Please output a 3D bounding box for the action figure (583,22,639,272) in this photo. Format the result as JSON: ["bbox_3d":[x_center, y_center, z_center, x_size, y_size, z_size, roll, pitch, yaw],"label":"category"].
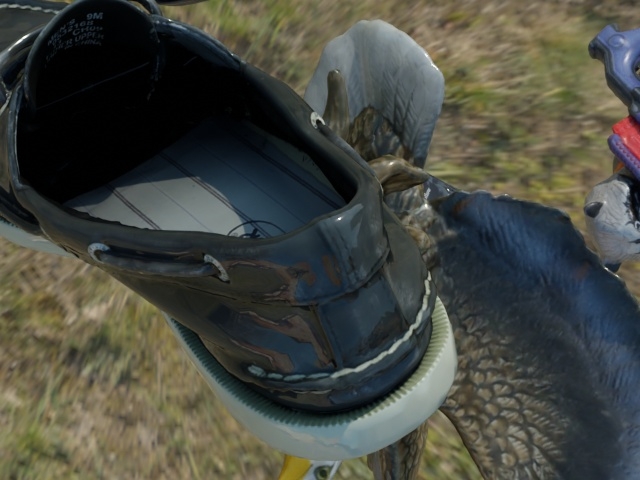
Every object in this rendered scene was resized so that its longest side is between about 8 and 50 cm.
[{"bbox_3d":[0.373,-0.041,1.480,0.330,0.178,0.341,-18,50,-10],"label":"action figure"}]

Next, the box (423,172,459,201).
[{"bbox_3d":[0.000,0.000,1.409,0.207,0.153,0.108,27,54,-2],"label":"box"}]

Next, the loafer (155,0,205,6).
[{"bbox_3d":[-0.044,-0.236,1.289,0.302,0.095,0.109,-16,82,35],"label":"loafer"}]

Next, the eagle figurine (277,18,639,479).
[{"bbox_3d":[0.047,0.060,0.952,0.225,0.226,0.298,-41,128,12],"label":"eagle figurine"}]

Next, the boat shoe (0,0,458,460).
[{"bbox_3d":[-0.077,-0.044,0.741,0.127,0.340,0.113,-31,134,-15],"label":"boat shoe"}]
